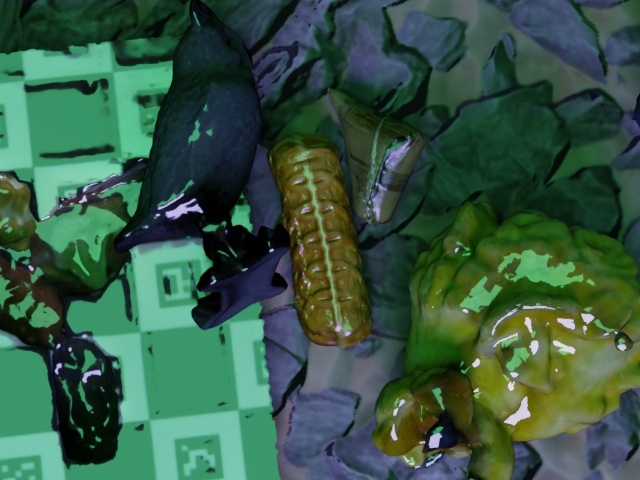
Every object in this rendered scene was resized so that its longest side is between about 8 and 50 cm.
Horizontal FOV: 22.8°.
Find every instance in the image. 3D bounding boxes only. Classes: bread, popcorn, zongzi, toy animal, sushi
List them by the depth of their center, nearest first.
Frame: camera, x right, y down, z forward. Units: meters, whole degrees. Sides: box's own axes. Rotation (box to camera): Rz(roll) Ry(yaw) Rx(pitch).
[{"bbox_3d":[0.130,0.078,1.069,0.168,0.173,0.195,22,85,-17],"label":"popcorn"},{"bbox_3d":[-0.090,-0.053,1.082,0.117,0.121,0.210,-13,73,0],"label":"toy animal"},{"bbox_3d":[0.000,0.000,1.124,0.052,0.044,0.157,-12,91,14],"label":"bread"},{"bbox_3d":[0.025,-0.058,1.125,0.083,0.040,0.076,27,101,16],"label":"zongzi"},{"bbox_3d":[-0.215,0.048,1.137,0.343,0.064,0.359,-6,87,-4],"label":"sushi"}]

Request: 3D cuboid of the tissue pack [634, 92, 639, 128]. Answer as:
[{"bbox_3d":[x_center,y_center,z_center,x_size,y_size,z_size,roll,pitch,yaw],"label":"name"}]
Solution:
[{"bbox_3d":[0.356,-0.046,1.004,0.206,0.198,0.287,-38,86,7],"label":"tissue pack"}]
